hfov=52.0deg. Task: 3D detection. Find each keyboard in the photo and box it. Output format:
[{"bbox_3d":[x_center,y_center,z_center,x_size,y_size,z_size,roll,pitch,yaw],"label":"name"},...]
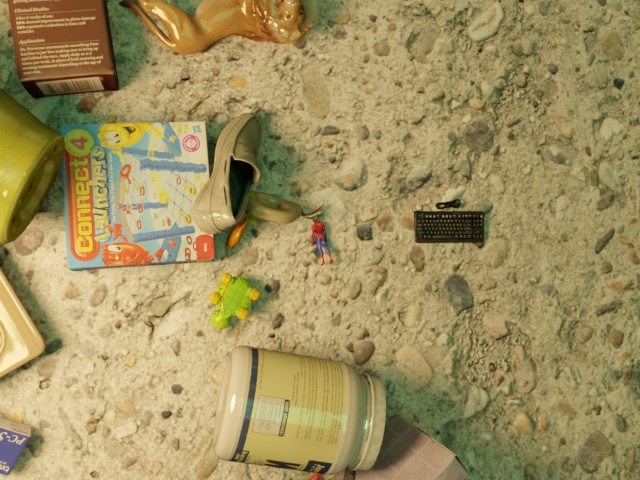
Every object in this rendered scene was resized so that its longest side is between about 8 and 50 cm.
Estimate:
[{"bbox_3d":[0.314,-0.048,1.602,0.180,0.023,0.108,0,85,-13],"label":"keyboard"}]

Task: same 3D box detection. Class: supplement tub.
[{"bbox_3d":[-0.047,0.359,1.381,0.324,0.235,0.235,12,83,-11],"label":"supplement tub"}]

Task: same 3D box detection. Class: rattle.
[{"bbox_3d":[-0.095,-0.032,1.491,0.199,0.130,0.143,10,95,-38],"label":"rattle"}]

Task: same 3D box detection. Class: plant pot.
[{"bbox_3d":[-0.694,-0.172,1.228,0.353,0.366,0.366,26,81,-12],"label":"plant pot"}]

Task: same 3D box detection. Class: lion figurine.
[{"bbox_3d":[-0.230,-0.509,1.482,0.392,0.142,0.240,-23,98,1],"label":"lion figurine"}]

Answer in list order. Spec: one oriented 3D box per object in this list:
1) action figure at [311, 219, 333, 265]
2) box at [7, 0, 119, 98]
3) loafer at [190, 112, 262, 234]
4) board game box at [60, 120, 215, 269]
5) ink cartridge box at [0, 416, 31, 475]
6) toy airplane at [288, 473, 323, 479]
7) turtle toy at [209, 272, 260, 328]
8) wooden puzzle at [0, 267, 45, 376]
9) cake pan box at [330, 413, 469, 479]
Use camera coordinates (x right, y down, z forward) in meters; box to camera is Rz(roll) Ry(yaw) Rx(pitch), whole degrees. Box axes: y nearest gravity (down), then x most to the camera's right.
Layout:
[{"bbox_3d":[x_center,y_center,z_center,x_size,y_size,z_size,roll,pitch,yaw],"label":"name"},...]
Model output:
[{"bbox_3d":[0.000,0.000,1.527,0.038,0.030,0.115,-11,83,-18],"label":"action figure"},{"bbox_3d":[-0.556,-0.509,1.395,0.191,0.143,0.381,-8,89,-12],"label":"box"},{"bbox_3d":[-0.175,-0.151,1.414,0.112,0.111,0.319,49,44,-44],"label":"loafer"},{"bbox_3d":[-0.391,-0.097,1.421,0.301,0.086,0.308,-4,86,-13],"label":"board game box"},{"bbox_3d":[-0.694,0.386,1.297,0.207,0.046,0.097,28,95,-26],"label":"ink cartridge box"},{"bbox_3d":[-0.033,0.597,1.469,0.151,0.028,0.151,6,72,-21],"label":"toy airplane"},{"bbox_3d":[-0.199,0.136,1.453,0.095,0.066,0.130,31,80,-8],"label":"turtle toy"},{"bbox_3d":[-0.780,0.169,1.326,0.347,0.080,0.322,-31,92,-8],"label":"wooden puzzle"},{"bbox_3d":[0.155,0.513,1.395,0.246,0.267,0.070,-44,108,-13],"label":"cake pan box"}]
